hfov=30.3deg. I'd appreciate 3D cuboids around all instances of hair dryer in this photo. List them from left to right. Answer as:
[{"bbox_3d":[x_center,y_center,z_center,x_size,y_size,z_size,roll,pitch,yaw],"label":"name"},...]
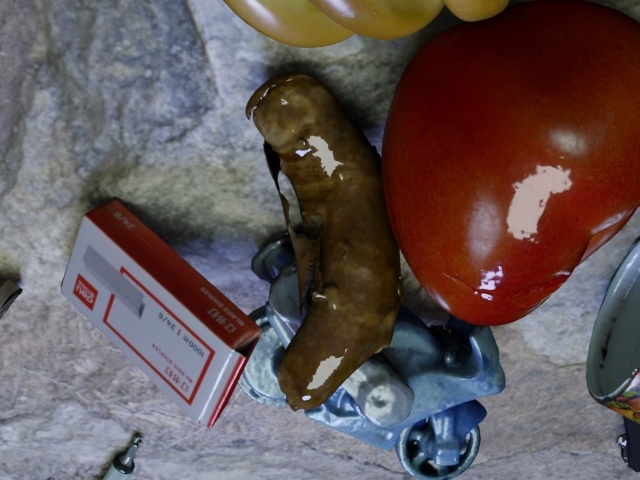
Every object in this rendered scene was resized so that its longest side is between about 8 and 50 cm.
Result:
[{"bbox_3d":[-0.261,0.317,1.496,0.100,0.057,0.197,21,122,-18],"label":"hair dryer"}]

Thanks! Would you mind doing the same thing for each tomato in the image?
[{"bbox_3d":[0.170,-0.080,1.019,0.226,0.298,0.298,44,126,14],"label":"tomato"}]

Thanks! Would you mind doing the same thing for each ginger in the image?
[{"bbox_3d":[0.011,-0.005,1.104,0.133,0.309,0.107,-6,171,-34],"label":"ginger"}]

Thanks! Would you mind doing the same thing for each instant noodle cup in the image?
[{"bbox_3d":[0.396,0.104,1.199,0.190,0.251,0.251,21,128,-4],"label":"instant noodle cup"}]

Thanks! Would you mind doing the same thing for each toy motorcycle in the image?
[{"bbox_3d":[0.074,0.112,1.230,0.319,0.182,0.241,28,125,-19],"label":"toy motorcycle"}]

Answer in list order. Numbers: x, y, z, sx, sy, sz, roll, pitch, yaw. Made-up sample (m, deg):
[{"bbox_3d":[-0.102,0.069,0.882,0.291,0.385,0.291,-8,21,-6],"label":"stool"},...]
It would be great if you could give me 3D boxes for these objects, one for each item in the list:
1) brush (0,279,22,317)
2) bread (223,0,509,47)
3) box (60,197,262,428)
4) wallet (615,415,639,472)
[{"bbox_3d":[-0.440,0.142,1.343,0.065,0.070,0.327,38,124,-6],"label":"brush"},{"bbox_3d":[0.024,-0.285,0.881,0.270,0.211,0.315,-11,126,10],"label":"bread"},{"bbox_3d":[-0.163,0.075,1.204,0.229,0.050,0.123,41,131,17],"label":"box"},{"bbox_3d":[0.471,0.201,1.395,0.250,0.044,0.149,-10,126,9],"label":"wallet"}]
